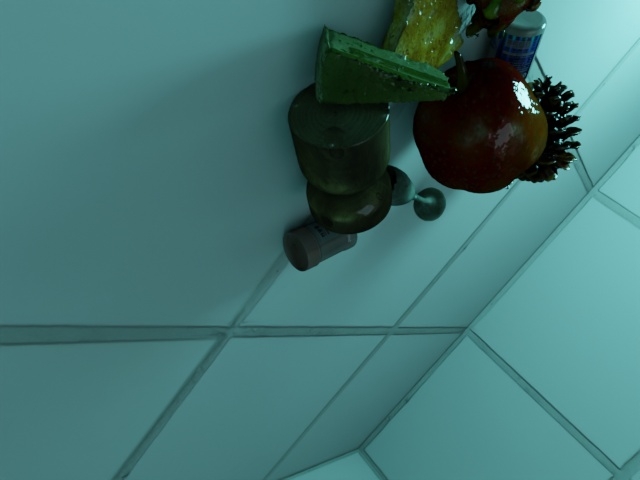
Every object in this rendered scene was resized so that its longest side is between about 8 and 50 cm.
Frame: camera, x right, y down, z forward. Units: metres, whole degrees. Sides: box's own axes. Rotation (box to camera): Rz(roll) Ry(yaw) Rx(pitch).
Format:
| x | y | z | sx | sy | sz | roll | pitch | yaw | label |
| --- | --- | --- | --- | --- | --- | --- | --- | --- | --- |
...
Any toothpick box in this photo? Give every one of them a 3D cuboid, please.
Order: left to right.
| x | y | z | sx | sy | sz | roll | pitch | yaw | label |
| --- | --- | --- | --- | --- | --- | --- | --- | --- | --- |
| 0.000 | 0.000 | 1.245 | 0.149 | 0.098 | 0.098 | -25 | 145 | -32 | toothpick box |

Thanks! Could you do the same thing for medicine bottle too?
| x | y | z | sx | sy | sz | roll | pitch | yaw | label |
| --- | --- | --- | --- | --- | --- | --- | --- | --- | --- |
| 0.443 | -0.432 | 1.241 | 0.107 | 0.107 | 0.191 | -31 | 148 | -23 | medicine bottle |

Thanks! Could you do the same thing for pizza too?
| x | y | z | sx | sy | sz | roll | pitch | yaw | label |
| --- | --- | --- | --- | --- | --- | --- | --- | --- | --- |
| 0.187 | -0.418 | 0.980 | 0.280 | 0.075 | 0.287 | -32 | 148 | -28 | pizza |

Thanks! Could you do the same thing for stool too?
| x | y | z | sx | sy | sz | roll | pitch | yaw | label |
| --- | --- | --- | --- | --- | --- | --- | --- | --- | --- |
| 0.046 | -0.155 | 1.024 | 0.179 | 0.179 | 0.264 | -37 | 150 | -14 | stool |

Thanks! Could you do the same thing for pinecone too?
| x | y | z | sx | sy | sz | roll | pitch | yaw | label |
| --- | --- | --- | --- | --- | --- | --- | --- | --- | --- |
| 0.604 | -0.311 | 1.489 | 0.246 | 0.246 | 0.292 | -26 | 126 | -30 | pinecone |

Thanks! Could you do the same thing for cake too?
| x | y | z | sx | sy | sz | roll | pitch | yaw | label |
| --- | --- | --- | --- | --- | --- | --- | --- | --- | --- |
| 0.102 | -0.272 | 0.915 | 0.235 | 0.100 | 0.099 | 13 | 134 | -14 | cake |

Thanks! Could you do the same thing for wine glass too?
| x | y | z | sx | sy | sz | roll | pitch | yaw | label |
| --- | --- | --- | --- | --- | --- | --- | --- | --- | --- |
| 0.248 | -0.201 | 1.371 | 0.310 | 0.096 | 0.264 | 13 | 95 | -56 | wine glass |

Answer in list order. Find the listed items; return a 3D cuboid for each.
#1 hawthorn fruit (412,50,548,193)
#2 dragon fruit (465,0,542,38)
| x | y | z | sx | sy | sz | roll | pitch | yaw | label |
| --- | --- | --- | --- | --- | --- | --- | --- | --- | --- |
| 0.330 | -0.271 | 1.152 | 0.285 | 0.285 | 0.369 | -45 | 140 | 1 | hawthorn fruit |
| 0.357 | -0.468 | 1.060 | 0.142 | 0.138 | 0.175 | -54 | 171 | -32 | dragon fruit |
